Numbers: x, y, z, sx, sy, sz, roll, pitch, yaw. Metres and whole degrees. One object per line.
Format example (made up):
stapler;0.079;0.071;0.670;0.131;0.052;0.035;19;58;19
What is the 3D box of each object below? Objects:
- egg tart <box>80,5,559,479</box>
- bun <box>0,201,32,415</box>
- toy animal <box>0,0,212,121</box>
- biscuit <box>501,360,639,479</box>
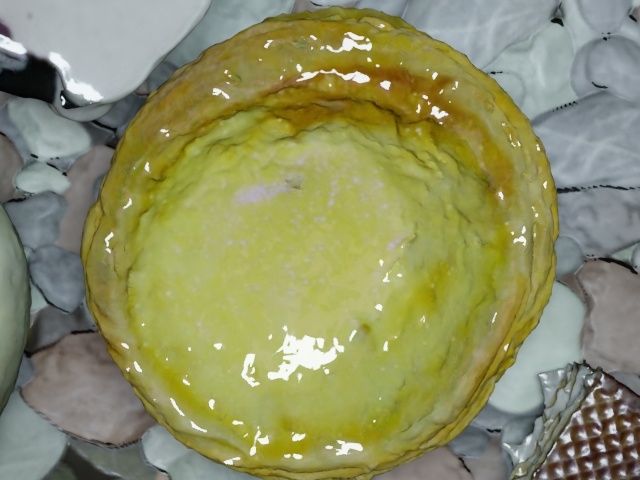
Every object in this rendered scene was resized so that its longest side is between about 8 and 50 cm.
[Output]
egg tart;0.000;0.000;0.920;0.294;0.123;0.294;1;106;2
bun;-0.353;0.059;0.920;0.361;0.213;0.361;-8;111;-21
toy animal;-0.160;-0.187;0.873;0.208;0.156;0.204;39;102;-13
biscuit;0.229;0.180;0.954;0.252;0.070;0.106;33;84;-3
